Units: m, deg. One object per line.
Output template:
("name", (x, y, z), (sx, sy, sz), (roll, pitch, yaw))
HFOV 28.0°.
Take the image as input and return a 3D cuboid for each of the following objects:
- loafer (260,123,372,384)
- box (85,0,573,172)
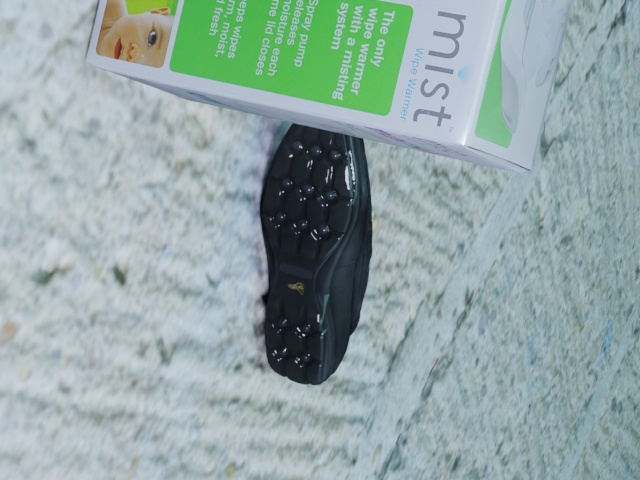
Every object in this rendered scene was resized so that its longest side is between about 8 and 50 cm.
("loafer", (0.000, 0.000, 0.932), (0.078, 0.076, 0.223), (-46, 147, -53))
("box", (0.026, -0.189, 0.697), (0.127, 0.231, 0.262), (9, 97, -64))
